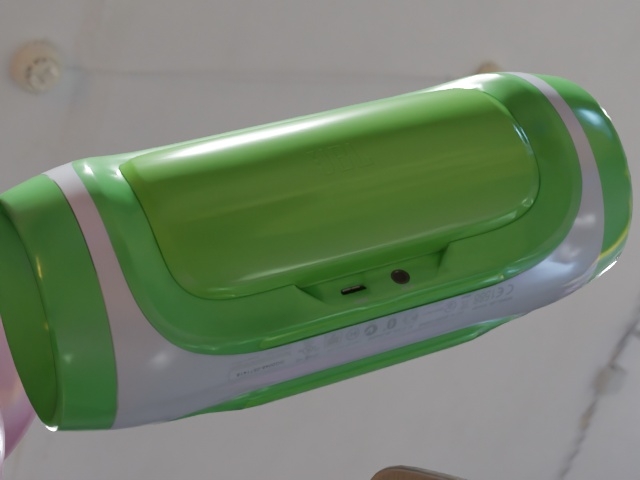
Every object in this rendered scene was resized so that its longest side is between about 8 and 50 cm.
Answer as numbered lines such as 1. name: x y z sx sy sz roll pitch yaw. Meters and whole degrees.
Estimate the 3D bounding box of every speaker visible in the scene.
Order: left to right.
1. speaker: 0.000 0.000 0.682 0.297 0.131 0.131 -14 -50 -23

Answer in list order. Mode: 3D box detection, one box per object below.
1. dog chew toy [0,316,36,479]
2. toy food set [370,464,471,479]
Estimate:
1. dog chew toy: -0.242 0.089 0.694 0.207 0.332 0.206 -2 -64 -4
2. toy food set: 0.059 0.130 0.357 0.306 0.220 0.092 -10 -70 -66
